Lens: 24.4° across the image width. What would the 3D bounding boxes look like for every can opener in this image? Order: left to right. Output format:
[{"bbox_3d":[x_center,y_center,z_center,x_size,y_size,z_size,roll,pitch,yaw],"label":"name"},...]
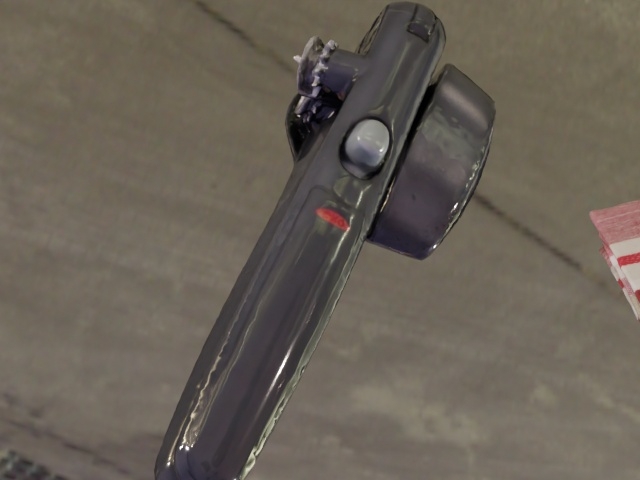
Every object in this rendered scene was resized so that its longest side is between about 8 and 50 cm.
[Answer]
[{"bbox_3d":[0.000,0.000,0.460,0.073,0.186,0.059,29,149,2],"label":"can opener"}]

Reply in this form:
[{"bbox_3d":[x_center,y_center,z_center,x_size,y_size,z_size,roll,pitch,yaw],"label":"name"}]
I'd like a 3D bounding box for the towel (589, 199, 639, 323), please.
[{"bbox_3d":[0.317,0.033,0.907,0.237,0.329,0.037,-15,116,3],"label":"towel"}]
